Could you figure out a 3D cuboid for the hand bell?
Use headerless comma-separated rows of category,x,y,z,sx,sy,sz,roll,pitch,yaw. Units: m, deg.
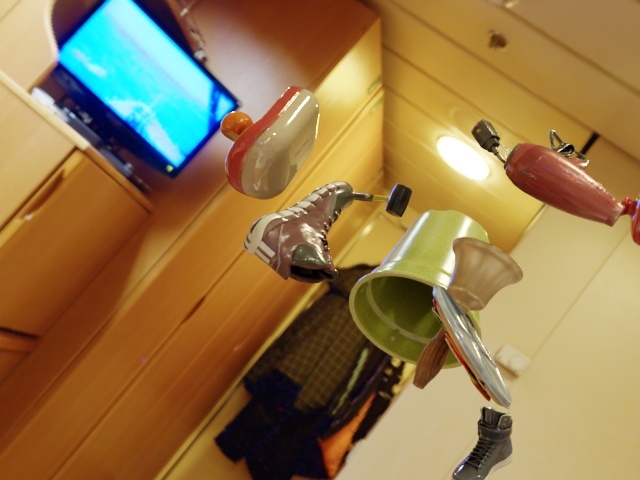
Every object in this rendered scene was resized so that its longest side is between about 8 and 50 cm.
hand bell,0.211,0.127,1.130,0.126,0.242,0.126,30,-16,10

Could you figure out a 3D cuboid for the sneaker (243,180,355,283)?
sneaker,0.000,0.000,1.359,0.162,0.281,0.106,46,-38,18

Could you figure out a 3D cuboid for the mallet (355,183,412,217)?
mallet,0.113,-0.078,1.458,0.039,0.062,0.189,28,-16,-31

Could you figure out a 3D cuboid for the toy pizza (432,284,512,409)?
toy pizza,0.210,0.155,1.019,0.201,0.032,0.201,53,13,-18

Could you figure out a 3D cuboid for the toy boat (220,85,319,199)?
toy boat,-0.105,-0.180,1.241,0.151,0.231,0.151,20,-46,12

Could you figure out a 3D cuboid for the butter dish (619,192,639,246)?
butter dish,0.576,-0.045,1.224,0.118,0.160,0.160,20,16,24

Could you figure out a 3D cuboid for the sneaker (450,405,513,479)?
sneaker,0.398,0.502,1.754,0.086,0.226,0.164,14,-66,42

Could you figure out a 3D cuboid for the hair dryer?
hair dryer,0.396,-0.123,1.159,0.223,0.080,0.294,3,38,-18

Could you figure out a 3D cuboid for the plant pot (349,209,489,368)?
plant pot,0.232,0.079,1.473,0.276,0.254,0.276,18,-40,16
